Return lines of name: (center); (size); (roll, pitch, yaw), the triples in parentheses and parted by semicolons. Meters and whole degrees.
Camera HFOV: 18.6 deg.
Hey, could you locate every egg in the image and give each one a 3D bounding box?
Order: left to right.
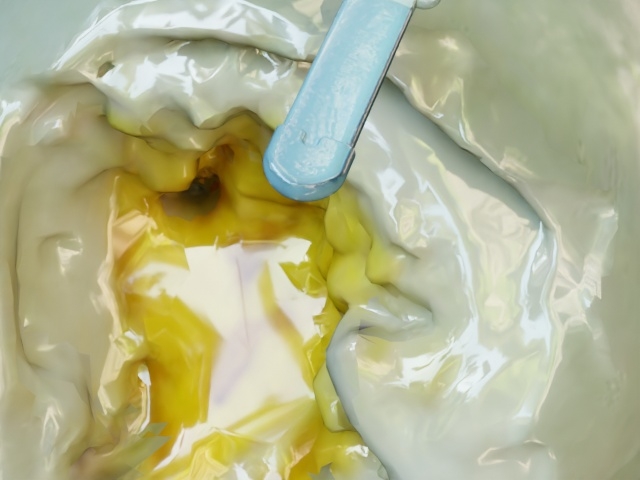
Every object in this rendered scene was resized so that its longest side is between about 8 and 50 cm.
egg: (0.000, 0.000, 0.664); (0.278, 0.336, 0.278); (1, 100, 6)

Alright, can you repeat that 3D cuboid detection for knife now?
knife: (0.007, -0.040, 0.448); (0.027, 0.010, 0.096); (18, 45, 6)
